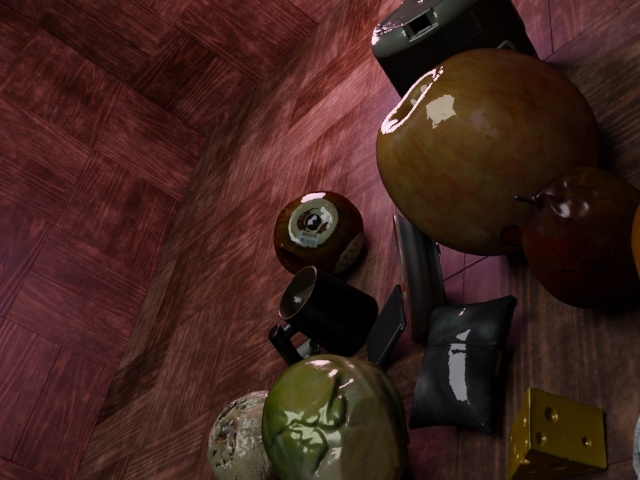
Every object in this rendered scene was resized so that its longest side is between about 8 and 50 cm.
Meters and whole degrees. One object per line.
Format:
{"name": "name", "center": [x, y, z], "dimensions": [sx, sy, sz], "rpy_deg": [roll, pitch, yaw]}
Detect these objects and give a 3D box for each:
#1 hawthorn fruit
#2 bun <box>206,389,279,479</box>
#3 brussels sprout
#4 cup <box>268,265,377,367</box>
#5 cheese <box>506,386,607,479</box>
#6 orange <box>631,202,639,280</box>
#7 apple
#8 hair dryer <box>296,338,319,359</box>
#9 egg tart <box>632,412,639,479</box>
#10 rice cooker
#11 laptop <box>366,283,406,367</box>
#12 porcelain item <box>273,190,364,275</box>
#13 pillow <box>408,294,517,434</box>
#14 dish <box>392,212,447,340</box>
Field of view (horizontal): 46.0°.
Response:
{"name": "hawthorn fruit", "center": [0.392, -0.012, 1.142], "dimensions": [0.208, 0.248, 0.208], "rpy_deg": [-41, 32, 33]}
{"name": "bun", "center": [-0.170, 0.459, 1.768], "dimensions": [0.259, 0.152, 0.259], "rpy_deg": [-45, 27, 30]}
{"name": "brussels sprout", "center": [0.039, 0.356, 1.365], "dimensions": [0.268, 0.344, 0.344], "rpy_deg": [-27, 17, -17]}
{"name": "cup", "center": [-0.001, 0.193, 1.739], "dimensions": [0.166, 0.177, 0.239], "rpy_deg": [-4, 56, 61]}
{"name": "cheese", "center": [0.318, 0.300, 1.115], "dimensions": [0.171, 0.126, 0.093], "rpy_deg": [124, 159, -56]}
{"name": "orange", "center": [0.512, 0.003, 0.902], "dimensions": [0.261, 0.261, 0.261], "rpy_deg": [-43, 27, 29]}
{"name": "apple", "center": [0.297, -0.168, 1.409], "dimensions": [0.391, 0.346, 0.391], "rpy_deg": [-48, 19, 23]}
{"name": "hair dryer", "center": [-0.034, 0.307, 1.846], "dimensions": [0.063, 0.038, 0.124], "rpy_deg": [-41, 35, 36]}
{"name": "egg tart", "center": [0.465, 0.225, 0.898], "dimensions": [0.234, 0.094, 0.234], "rpy_deg": [-45, 27, 30]}
{"name": "rice cooker", "center": [0.317, -0.413, 1.710], "dimensions": [0.335, 0.325, 0.335], "rpy_deg": [-31, 20, 13]}
{"name": "laptop", "center": [0.138, 0.195, 1.602], "dimensions": [0.129, 0.016, 0.180], "rpy_deg": [-90, 21, -52]}
{"name": "porcelain item", "center": [0.000, 0.000, 1.993], "dimensions": [0.253, 0.253, 0.253], "rpy_deg": [-43, 27, 29]}
{"name": "pillow", "center": [0.245, 0.216, 1.321], "dimensions": [0.186, 0.106, 0.250], "rpy_deg": [-15, 50, 48]}
{"name": "dish", "center": [0.204, 0.068, 1.516], "dimensions": [0.085, 0.260, 0.260], "rpy_deg": [-8, 37, 4]}
